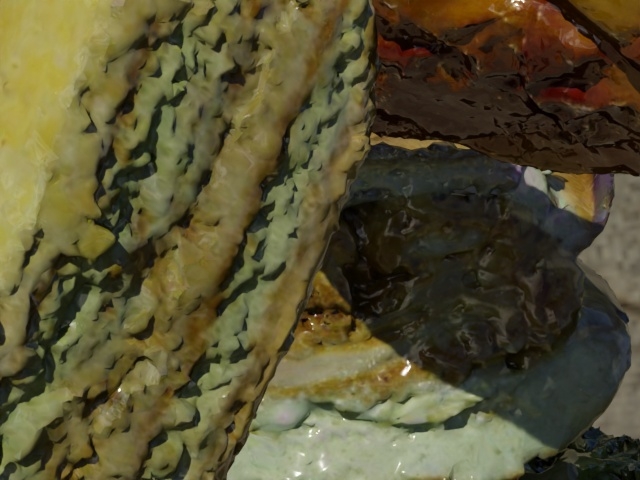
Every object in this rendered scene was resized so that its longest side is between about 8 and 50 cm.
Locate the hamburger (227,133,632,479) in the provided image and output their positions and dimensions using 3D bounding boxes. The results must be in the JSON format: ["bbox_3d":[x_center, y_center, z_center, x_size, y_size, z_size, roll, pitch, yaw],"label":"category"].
[{"bbox_3d":[0.000,0.000,1.083,0.318,0.277,0.195,-3,111,-6],"label":"hamburger"}]

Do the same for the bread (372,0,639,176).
[{"bbox_3d":[0.108,-0.082,0.702,0.185,0.380,0.109,56,51,-63],"label":"bread"}]

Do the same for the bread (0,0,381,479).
[{"bbox_3d":[-0.068,-0.019,0.529,0.102,0.138,0.196,19,96,-42],"label":"bread"}]

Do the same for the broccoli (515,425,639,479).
[{"bbox_3d":[0.135,0.176,1.168,0.162,0.138,0.146,-27,66,-7],"label":"broccoli"}]
